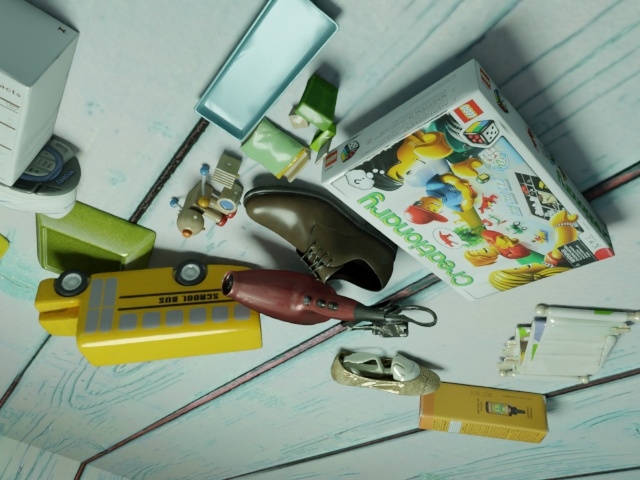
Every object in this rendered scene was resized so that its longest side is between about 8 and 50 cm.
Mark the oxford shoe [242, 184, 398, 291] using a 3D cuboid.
[{"bbox_3d":[0.000,0.000,0.669,0.227,0.096,0.083,24,141,-11],"label":"oxford shoe"}]

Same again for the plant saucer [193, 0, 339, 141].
[{"bbox_3d":[-0.062,-0.179,0.534,0.067,0.018,0.192,32,138,-22],"label":"plant saucer"}]

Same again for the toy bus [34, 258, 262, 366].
[{"bbox_3d":[-0.263,0.116,0.809,0.332,0.130,0.108,-5,147,-7],"label":"toy bus"}]

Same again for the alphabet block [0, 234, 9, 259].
[{"bbox_3d":[-0.679,0.033,0.820,0.197,0.192,0.193,-11,137,28],"label":"alphabet block"}]

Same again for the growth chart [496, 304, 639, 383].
[{"bbox_3d":[0.387,0.176,0.830,0.171,0.021,0.237,6,140,9],"label":"growth chart"}]

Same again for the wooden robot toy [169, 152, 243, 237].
[{"bbox_3d":[-0.155,-0.035,0.681,0.076,0.079,0.173,34,137,-23],"label":"wooden robot toy"}]

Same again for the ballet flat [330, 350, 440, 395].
[{"bbox_3d":[0.119,0.242,0.948,0.206,0.073,0.067,1,125,9],"label":"ballet flat"}]

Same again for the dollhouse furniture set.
[{"bbox_3d":[-0.035,-0.110,0.575,0.076,0.059,0.151,30,137,-20],"label":"dollhouse furniture set"}]

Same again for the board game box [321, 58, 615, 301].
[{"bbox_3d":[0.174,-0.040,0.586,0.193,0.053,0.305,-27,131,37],"label":"board game box"}]

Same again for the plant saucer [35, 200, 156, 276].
[{"bbox_3d":[-0.379,0.019,0.832,0.188,0.045,0.188,23,140,-11],"label":"plant saucer"}]

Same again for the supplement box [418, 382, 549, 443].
[{"bbox_3d":[0.311,0.334,0.994,0.233,0.078,0.080,3,140,12],"label":"supplement box"}]

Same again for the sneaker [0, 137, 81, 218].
[{"bbox_3d":[-0.471,-0.098,0.676,0.297,0.111,0.129,22,147,-8],"label":"sneaker"}]

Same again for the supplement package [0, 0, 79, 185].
[{"bbox_3d":[-0.353,-0.165,0.559,0.105,0.105,0.179,29,137,-19],"label":"supplement package"}]

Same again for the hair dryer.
[{"bbox_3d":[0.006,0.079,0.728,0.293,0.080,0.223,7,164,3],"label":"hair dryer"}]
